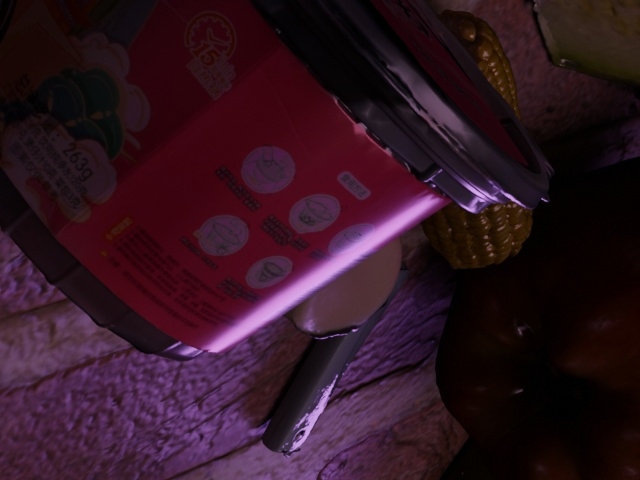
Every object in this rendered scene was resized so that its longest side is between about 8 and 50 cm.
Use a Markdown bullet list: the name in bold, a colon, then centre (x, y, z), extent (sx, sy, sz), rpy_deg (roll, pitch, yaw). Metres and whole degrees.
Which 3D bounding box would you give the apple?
- **apple**: centre (0.249, 0.074, 1.294), extent (0.316, 0.288, 0.288), rpy_deg (-10, 133, -38)

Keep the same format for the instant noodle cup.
- **instant noodle cup**: centre (-0.048, -0.064, 0.786), extent (0.181, 0.258, 0.302), rpy_deg (-39, 117, 11)

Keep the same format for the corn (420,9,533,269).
- **corn**: centre (0.090, -0.055, 1.122), extent (0.080, 0.080, 0.238), rpy_deg (-42, 150, -12)

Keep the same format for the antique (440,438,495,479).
- **antique**: centre (0.133, 0.249, 1.532), extent (0.221, 0.081, 0.080), rpy_deg (-56, 149, 12)

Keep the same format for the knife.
- **knife**: centre (0.012, 0.077, 1.228), extent (0.044, 0.023, 0.162), rpy_deg (0, 125, -58)

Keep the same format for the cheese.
- **cheese**: centre (-0.004, 0.006, 1.098), extent (0.092, 0.047, 0.171), rpy_deg (-54, 151, 4)

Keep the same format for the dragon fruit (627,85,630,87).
- **dragon fruit**: centre (0.284, -0.111, 1.281), extent (0.068, 0.126, 0.112), rpy_deg (-63, -168, 6)

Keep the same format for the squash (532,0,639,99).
- **squash**: centre (0.302, -0.138, 1.074), extent (0.210, 0.309, 0.234), rpy_deg (-44, 151, -8)
